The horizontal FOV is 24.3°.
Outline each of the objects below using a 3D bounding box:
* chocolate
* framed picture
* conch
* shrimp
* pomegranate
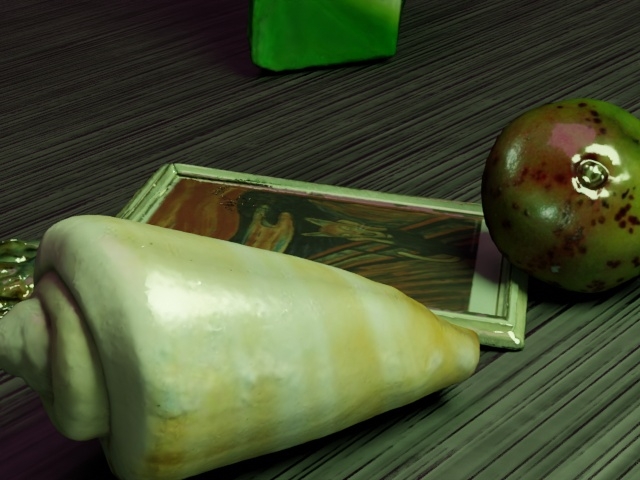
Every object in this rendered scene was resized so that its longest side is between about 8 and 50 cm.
[{"bbox_3d":[0.024,-0.377,1.601,0.161,0.341,0.360,6,20,3],"label":"chocolate"},{"bbox_3d":[0.000,0.000,0.955,0.273,0.016,0.216,8,22,5],"label":"framed picture"},{"bbox_3d":[-0.044,0.069,0.744,0.255,0.127,0.158,12,-15,-16],"label":"conch"},{"bbox_3d":[-0.183,0.021,0.975,0.150,0.051,0.217,6,15,37],"label":"shrimp"},{"bbox_3d":[0.157,-0.023,0.915,0.130,0.130,0.130,-4,20,2],"label":"pomegranate"}]
